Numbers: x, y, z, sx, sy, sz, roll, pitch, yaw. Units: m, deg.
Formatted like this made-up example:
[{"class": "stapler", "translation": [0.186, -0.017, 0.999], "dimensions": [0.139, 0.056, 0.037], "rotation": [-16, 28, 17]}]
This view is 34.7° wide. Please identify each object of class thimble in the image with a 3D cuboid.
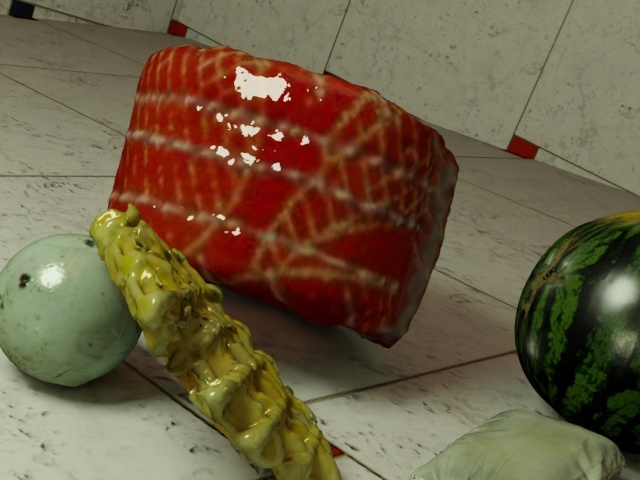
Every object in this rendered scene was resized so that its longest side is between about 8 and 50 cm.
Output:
[{"class": "thimble", "translation": [-0.041, -0.044, 1.069], "dimensions": [0.350, 0.230, 0.350], "rotation": [18, -1, 0]}]

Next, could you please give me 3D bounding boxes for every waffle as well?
[{"class": "waffle", "translation": [-0.080, 0.092, 0.807], "dimensions": [0.250, 0.056, 0.261], "rotation": [52, -3, -39]}]

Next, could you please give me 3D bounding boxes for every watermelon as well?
[{"class": "watermelon", "translation": [0.327, 0.091, 1.033], "dimensions": [0.269, 0.269, 0.269], "rotation": [14, 16, -4]}]

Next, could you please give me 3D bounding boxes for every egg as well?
[{"class": "egg", "translation": [-0.212, 0.060, 0.885], "dimensions": [0.131, 0.131, 0.164], "rotation": [17, -4, 6]}]

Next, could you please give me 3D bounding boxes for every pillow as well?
[{"class": "pillow", "translation": [0.178, 0.197, 0.888], "dimensions": [0.128, 0.050, 0.229], "rotation": [15, 12, 29]}]
